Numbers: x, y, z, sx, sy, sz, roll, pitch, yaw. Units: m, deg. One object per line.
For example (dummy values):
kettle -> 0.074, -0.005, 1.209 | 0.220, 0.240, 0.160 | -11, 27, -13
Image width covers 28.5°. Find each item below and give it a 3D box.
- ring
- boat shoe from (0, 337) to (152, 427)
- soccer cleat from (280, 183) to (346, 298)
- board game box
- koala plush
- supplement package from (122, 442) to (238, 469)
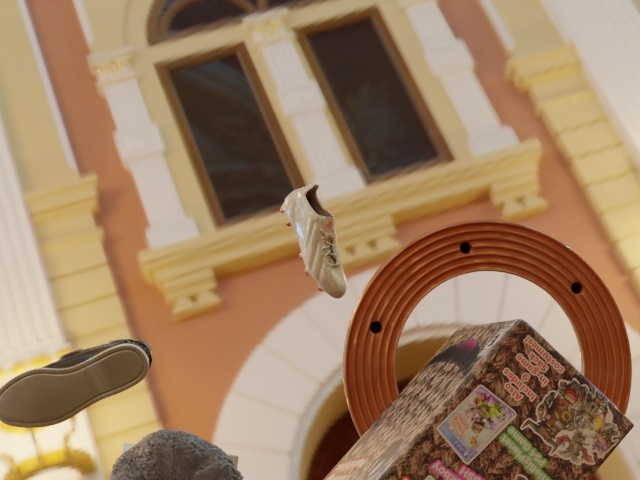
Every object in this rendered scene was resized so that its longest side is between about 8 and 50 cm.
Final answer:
ring -> 0.190, 0.144, 1.434 | 0.337, 0.336, 0.032 | -18, -2, -9
boat shoe -> -0.450, 0.262, 2.318 | 0.302, 0.114, 0.091 | -15, 7, 4
soccer cleat -> 0.000, 0.000, 2.052 | 0.076, 0.196, 0.068 | -34, -19, 27
board game box -> 0.114, 0.229, 1.182 | 0.291, 0.141, 0.232 | -47, 2, -11
koala plush -> -0.183, 0.332, 1.460 | 0.196, 0.203, 0.221 | -4, -16, -19
supplement package -> -0.283, 0.473, 2.457 | 0.139, 0.134, 0.244 | 13, -12, -32
